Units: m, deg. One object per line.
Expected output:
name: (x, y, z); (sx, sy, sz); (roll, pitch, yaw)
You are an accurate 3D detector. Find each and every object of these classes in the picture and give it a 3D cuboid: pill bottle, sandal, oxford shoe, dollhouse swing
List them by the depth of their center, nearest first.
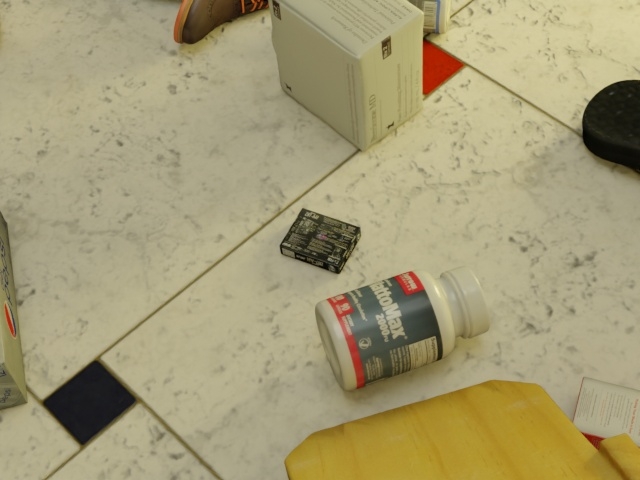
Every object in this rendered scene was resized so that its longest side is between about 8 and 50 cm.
dollhouse swing: (0.152, 0.341, 1.111); (0.347, 0.305, 0.315); (-16, 95, -7)
pill bottle: (0.094, 0.093, 1.271); (0.180, 0.108, 0.108); (-18, 54, -9)
sandal: (0.537, -0.087, 1.385); (0.446, 0.107, 0.167); (27, 61, 38)
pill bottle: (0.118, -0.342, 1.613); (0.137, 0.078, 0.078); (8, 54, 10)
oxford shoe: (-0.111, -0.376, 1.653); (0.098, 0.097, 0.271); (35, 69, 12)

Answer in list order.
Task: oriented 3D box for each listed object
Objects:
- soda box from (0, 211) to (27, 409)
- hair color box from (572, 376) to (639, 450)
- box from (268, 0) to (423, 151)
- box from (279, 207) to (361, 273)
soda box: (-0.421, 0.065, 1.345); (0.091, 0.098, 0.286); (-14, 54, -5)
hair color box: (0.345, 0.202, 1.207); (0.141, 0.043, 0.072); (13, 55, 16)
box: (0.036, -0.250, 1.487); (0.119, 0.181, 0.182); (-37, 59, -20)
box: (0.000, 0.000, 1.404); (0.083, 0.018, 0.067); (18, 57, 18)
